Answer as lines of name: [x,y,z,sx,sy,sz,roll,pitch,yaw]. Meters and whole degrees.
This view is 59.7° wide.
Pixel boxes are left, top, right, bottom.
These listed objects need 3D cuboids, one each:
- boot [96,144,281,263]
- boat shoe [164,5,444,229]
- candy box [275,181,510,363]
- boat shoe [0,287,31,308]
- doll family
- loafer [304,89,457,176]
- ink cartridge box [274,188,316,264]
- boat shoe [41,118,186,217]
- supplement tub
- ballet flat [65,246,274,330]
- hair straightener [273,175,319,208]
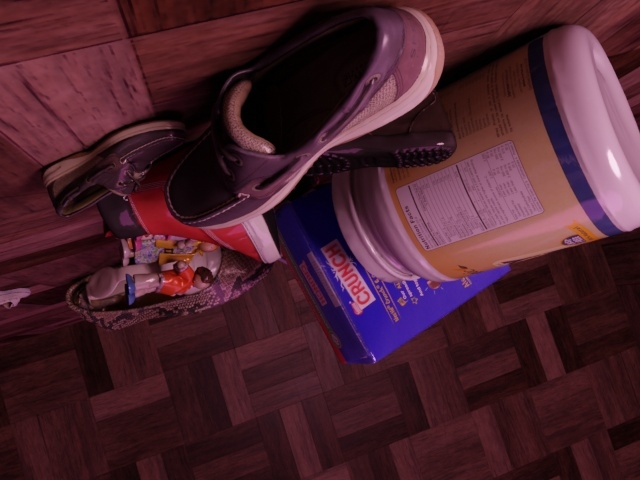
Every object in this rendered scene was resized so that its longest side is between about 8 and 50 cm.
boot: [-0.152,-0.023,0.669,0.176,0.089,0.244,-18,153,7]
boat shoe: [-0.042,-0.092,0.443,0.285,0.103,0.092,-25,167,32]
candy box: [0.114,0.009,0.911,0.317,0.268,0.122,-26,178,-29]
boat shoe: [-0.609,0.116,1.089,0.035,0.035,0.100,-20,175,17]
doll family: [-0.209,-0.011,0.834,0.163,0.119,0.263,-9,154,-27]
loafer: [0.024,-0.114,0.568,0.219,0.079,0.080,-1,169,3]
ink cartridge box: [0.000,0.000,1.107,0.212,0.093,0.154,32,143,-31]
boat shoe: [-0.182,-0.063,0.505,0.152,0.049,0.056,-20,175,21]
supplement tub: [0.193,-0.080,0.664,0.316,0.229,0.228,-21,175,37]
ballet flat: [-0.334,0.081,1.165,0.482,0.164,0.182,-18,156,19]
hair straightener: [-0.092,-0.072,0.886,0.089,0.047,0.230,-15,179,-31]
